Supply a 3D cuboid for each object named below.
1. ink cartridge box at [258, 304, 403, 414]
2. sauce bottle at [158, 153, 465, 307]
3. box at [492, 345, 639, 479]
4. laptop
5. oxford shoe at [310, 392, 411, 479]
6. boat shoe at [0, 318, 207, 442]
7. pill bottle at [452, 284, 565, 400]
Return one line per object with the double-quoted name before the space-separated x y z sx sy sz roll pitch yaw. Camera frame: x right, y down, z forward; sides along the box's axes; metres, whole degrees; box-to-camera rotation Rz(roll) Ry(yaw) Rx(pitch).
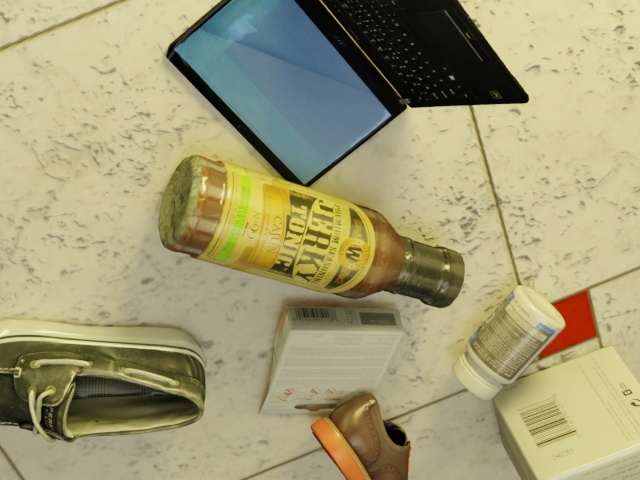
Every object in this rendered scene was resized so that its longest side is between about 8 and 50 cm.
"ink cartridge box" 0.009 0.150 1.381 0.145 0.045 0.179 3 139 -17
"sauce bottle" 0.000 0.000 1.229 0.344 0.111 0.111 14 117 -24
"box" 0.340 0.258 1.441 0.182 0.181 0.119 -20 125 -2
"laptop" 0.024 -0.165 1.110 0.234 0.264 0.136 45 66 -33
"oxford shoe" 0.090 0.303 1.459 0.098 0.097 0.271 -38 131 -6
"boat shoe" -0.289 0.163 1.248 0.335 0.119 0.121 -5 123 -12
"pill bottle" 0.231 0.129 1.391 0.078 0.078 0.137 29 110 -29
